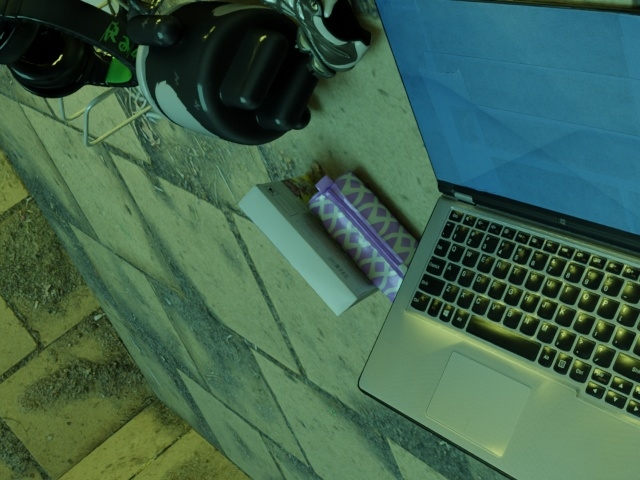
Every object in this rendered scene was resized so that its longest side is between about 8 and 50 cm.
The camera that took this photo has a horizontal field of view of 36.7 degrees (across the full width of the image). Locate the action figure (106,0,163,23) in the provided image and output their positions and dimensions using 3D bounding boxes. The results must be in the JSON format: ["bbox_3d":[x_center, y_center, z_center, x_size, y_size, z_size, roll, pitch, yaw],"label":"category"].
[{"bbox_3d":[-0.355,-0.417,1.398,0.276,0.141,0.164,36,173,-18],"label":"action figure"}]

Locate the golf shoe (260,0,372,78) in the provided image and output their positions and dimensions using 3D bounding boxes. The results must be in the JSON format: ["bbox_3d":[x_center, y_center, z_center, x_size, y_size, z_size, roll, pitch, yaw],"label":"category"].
[{"bbox_3d":[-0.013,-0.277,1.061,0.198,0.077,0.094,50,148,-15],"label":"golf shoe"}]

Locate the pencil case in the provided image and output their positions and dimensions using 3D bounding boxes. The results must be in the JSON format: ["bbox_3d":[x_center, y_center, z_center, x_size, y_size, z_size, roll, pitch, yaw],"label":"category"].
[{"bbox_3d":[0.072,0.001,1.288,0.206,0.086,0.088,47,-168,8],"label":"pencil case"}]

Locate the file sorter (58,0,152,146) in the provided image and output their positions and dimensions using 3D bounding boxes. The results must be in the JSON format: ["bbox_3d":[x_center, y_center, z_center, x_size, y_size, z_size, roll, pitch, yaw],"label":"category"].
[{"bbox_3d":[-0.404,-0.322,1.605,0.277,0.173,0.193,49,159,5],"label":"file sorter"}]

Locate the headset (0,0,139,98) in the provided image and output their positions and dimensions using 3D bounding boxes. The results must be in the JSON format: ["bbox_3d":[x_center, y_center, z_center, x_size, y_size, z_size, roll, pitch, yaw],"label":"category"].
[{"bbox_3d":[-0.423,-0.325,1.392,0.394,0.185,0.243,11,170,20],"label":"headset"}]

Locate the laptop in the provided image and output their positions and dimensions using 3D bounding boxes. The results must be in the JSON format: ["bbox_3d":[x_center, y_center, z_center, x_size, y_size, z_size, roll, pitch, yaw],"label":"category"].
[{"bbox_3d":[0.164,0.005,0.939,0.236,0.407,0.382,25,179,-39],"label":"laptop"}]

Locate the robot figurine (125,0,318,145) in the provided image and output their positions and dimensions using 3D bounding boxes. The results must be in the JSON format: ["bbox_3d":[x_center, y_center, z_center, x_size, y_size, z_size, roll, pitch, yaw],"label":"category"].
[{"bbox_3d":[-0.121,-0.211,1.219,0.278,0.174,0.209,22,137,50],"label":"robot figurine"}]

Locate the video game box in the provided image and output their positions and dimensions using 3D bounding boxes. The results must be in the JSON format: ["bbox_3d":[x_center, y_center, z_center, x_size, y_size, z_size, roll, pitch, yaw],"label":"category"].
[{"bbox_3d":[0.000,0.000,1.343,0.205,0.048,0.187,48,-157,9],"label":"video game box"}]
